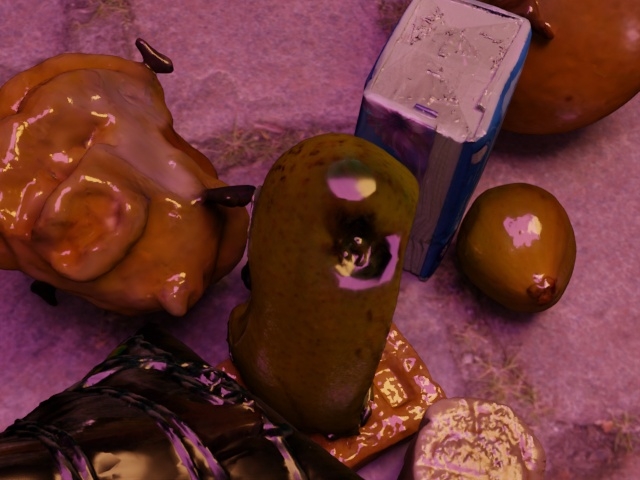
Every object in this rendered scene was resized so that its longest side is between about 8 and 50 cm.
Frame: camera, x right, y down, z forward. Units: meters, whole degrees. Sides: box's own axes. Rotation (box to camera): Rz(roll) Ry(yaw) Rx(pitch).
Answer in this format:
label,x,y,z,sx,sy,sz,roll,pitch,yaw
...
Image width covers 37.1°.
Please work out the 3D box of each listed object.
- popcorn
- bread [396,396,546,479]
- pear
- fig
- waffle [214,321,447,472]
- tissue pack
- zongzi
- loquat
label,x,y,z,sx,sy,sz,roll,pitch,yaw
popcorn,-0.224,-0.039,1.018,0.297,0.281,0.315,33,18,-28
bread,0.142,0.242,0.925,0.134,0.141,0.148,5,57,-2
pear,-0.002,0.036,0.907,0.164,0.255,0.238,12,61,-1
fig,0.228,0.009,1.096,0.136,0.121,0.153,-28,81,-1
waffle,-0.018,0.179,0.996,0.274,0.057,0.168,-26,64,-21
tissue pack,0.121,-0.117,1.081,0.146,0.263,0.198,23,57,8
zongzi,-0.188,0.282,0.816,0.319,0.362,0.384,33,30,31
loquat,0.265,-0.291,1.173,0.360,0.328,0.328,-13,55,-47
